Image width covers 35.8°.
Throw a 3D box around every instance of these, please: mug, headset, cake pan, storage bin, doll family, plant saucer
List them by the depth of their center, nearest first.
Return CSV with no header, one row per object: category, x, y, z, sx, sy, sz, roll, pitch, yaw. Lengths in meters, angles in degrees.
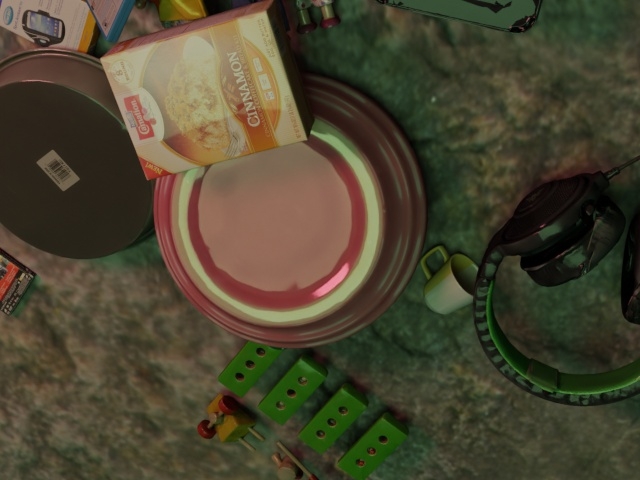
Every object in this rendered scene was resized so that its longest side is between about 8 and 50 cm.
storage bin,0.148,-0.296,1.020,0.180,0.084,0.122,14,119,8
headset,0.317,0.016,1.069,0.243,0.185,0.394,23,113,3
doll family,-0.105,-0.284,1.076,0.263,0.118,0.163,-9,113,20
plant saucer,-0.043,-0.030,1.154,0.332,0.084,0.332,2,100,11
mug,0.159,0.052,1.214,0.062,0.078,0.064,20,135,-32
cake pan,-0.321,-0.097,1.252,0.293,0.054,0.293,7,123,11

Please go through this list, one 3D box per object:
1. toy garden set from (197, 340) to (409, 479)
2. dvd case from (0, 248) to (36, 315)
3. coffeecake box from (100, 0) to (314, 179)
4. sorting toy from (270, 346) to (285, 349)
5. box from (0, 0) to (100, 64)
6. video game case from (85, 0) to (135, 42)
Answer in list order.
toy garden set,-0.034,0.246,1.363,0.244,0.049,0.204,37,118,-5
dvd case,-0.470,0.043,1.401,0.119,0.013,0.087,36,119,-5
coffeecake box,-0.117,-0.159,1.054,0.185,0.068,0.142,-13,113,13
sorting toy,0.000,0.000,1.218,0.132,0.046,0.274,45,104,1
box,-0.331,-0.276,1.196,0.136,0.028,0.081,28,121,3
video game case,-0.233,-0.313,1.092,0.015,0.166,0.119,5,130,-39
